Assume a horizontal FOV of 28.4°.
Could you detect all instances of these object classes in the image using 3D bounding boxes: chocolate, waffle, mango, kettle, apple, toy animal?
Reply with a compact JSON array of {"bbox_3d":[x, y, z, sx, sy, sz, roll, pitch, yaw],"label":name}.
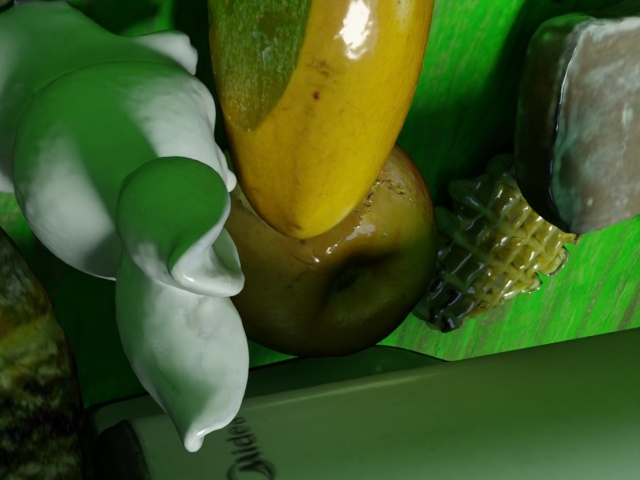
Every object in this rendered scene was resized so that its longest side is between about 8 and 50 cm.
[{"bbox_3d":[0.218,-0.106,0.880,0.254,0.080,0.156,-20,126,-34],"label":"chocolate"},{"bbox_3d":[0.142,-0.010,0.949,0.184,0.036,0.169,-21,139,-34],"label":"waffle"},{"bbox_3d":[0.003,-0.096,0.586,0.102,0.141,0.217,-7,122,-24],"label":"mango"},{"bbox_3d":[0.068,0.152,0.667,0.377,0.361,0.250,-6,117,-17],"label":"kettle"},{"bbox_3d":[0.000,0.000,0.717,0.146,0.146,0.146,-29,145,-22],"label":"apple"},{"bbox_3d":[-0.069,-0.015,0.542,0.131,0.221,0.103,-6,128,-42],"label":"toy animal"}]

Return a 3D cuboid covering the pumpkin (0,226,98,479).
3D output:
[{"bbox_3d":[-0.228,0.090,0.419,0.320,0.320,0.192,-48,-177,8],"label":"pumpkin"}]
